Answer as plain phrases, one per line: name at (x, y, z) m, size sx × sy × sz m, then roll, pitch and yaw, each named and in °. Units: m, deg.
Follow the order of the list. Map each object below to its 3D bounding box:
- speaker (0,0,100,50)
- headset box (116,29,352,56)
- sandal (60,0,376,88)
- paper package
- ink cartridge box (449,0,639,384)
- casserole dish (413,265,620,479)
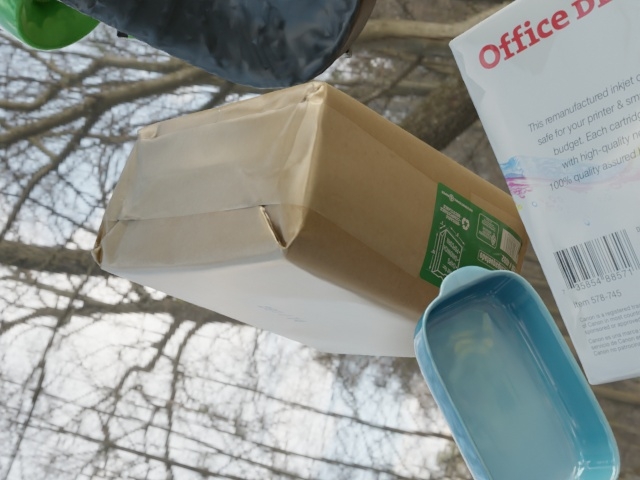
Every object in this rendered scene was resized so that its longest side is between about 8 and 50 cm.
speaker at (-0.328, -0.316, 0.834) m, size 0.131 × 0.296 × 0.131 m, roll -40°, pitch -18°, yaw -15°
headset box at (-0.096, -0.343, 1.000) m, size 0.131 × 0.283 × 0.246 m, roll -67°, pitch -18°, yaw -80°
sandal at (-0.184, -0.199, 0.444) m, size 0.107 × 0.446 × 0.167 m, roll -48°, pitch -26°, yaw -52°
paper package at (0.000, 0.000, 0.877) m, size 0.325 × 0.310 × 0.168 m, roll 26°, pitch -110°, yaw -38°
ink cartridge box at (0.169, -0.046, 0.395) m, size 0.127 × 0.128 × 0.176 m, roll -21°, pitch -92°, yaw -43°
casserole dish at (0.129, 0.108, 0.592) m, size 0.114 × 0.188 × 0.037 m, roll -21°, pitch -11°, yaw -33°
